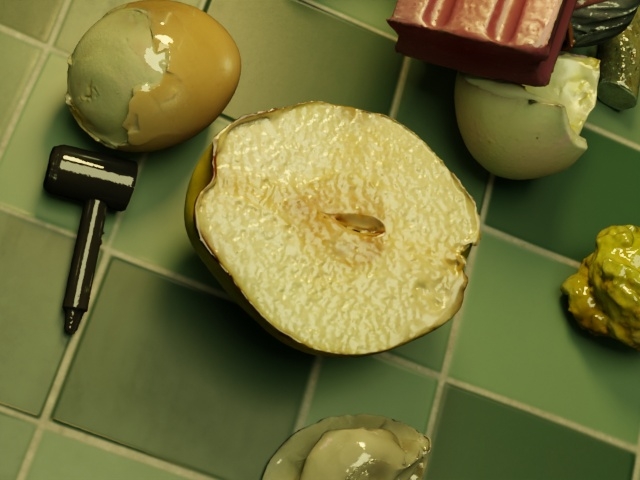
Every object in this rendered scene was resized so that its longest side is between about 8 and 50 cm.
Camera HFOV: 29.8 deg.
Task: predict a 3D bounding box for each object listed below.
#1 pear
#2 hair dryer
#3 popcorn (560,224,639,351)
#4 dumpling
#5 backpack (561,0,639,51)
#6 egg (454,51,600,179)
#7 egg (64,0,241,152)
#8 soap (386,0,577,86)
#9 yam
[{"bbox_3d":[0.000,0.000,1.613,0.387,0.191,0.340,21,68,-11],"label":"pear"},{"bbox_3d":[-0.322,0.000,1.583,0.114,0.070,0.248,14,75,-15],"label":"hair dryer"},{"bbox_3d":[0.466,0.076,1.776,0.198,0.155,0.197,16,45,-17],"label":"popcorn"},{"bbox_3d":[0.021,0.300,1.558,0.247,0.142,0.172,-34,49,-20],"label":"dumpling"},{"bbox_3d":[0.302,-0.406,1.875,0.317,0.197,0.283,-20,69,-3],"label":"backpack"},{"bbox_3d":[0.302,-0.179,1.809,0.206,0.161,0.271,8,26,13],"label":"egg"},{"bbox_3d":[-0.217,-0.224,1.621,0.244,0.201,0.201,-20,77,-37],"label":"egg"},{"bbox_3d":[0.264,-0.420,1.712,0.233,0.128,0.359,17,77,17],"label":"soap"},{"bbox_3d":[0.489,-0.304,1.968,0.078,0.078,0.179,16,68,-13],"label":"yam"}]
